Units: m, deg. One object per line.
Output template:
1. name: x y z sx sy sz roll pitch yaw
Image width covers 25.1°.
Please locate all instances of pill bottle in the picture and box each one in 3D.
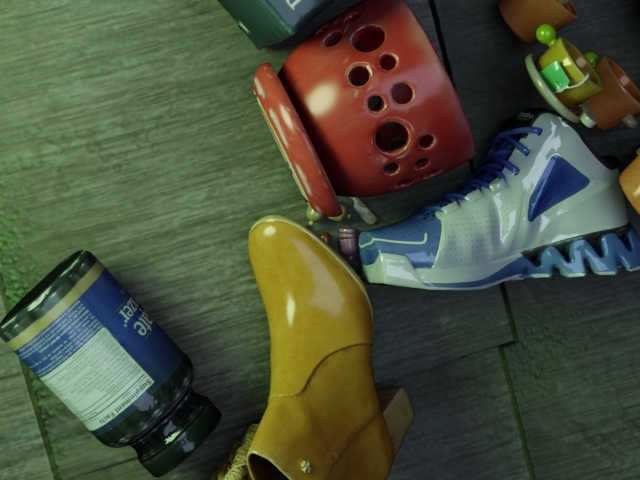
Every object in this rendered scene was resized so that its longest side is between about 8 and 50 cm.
1. pill bottle: -0.205 0.126 1.430 0.123 0.123 0.219 -43 101 -5

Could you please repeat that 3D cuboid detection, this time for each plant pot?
1. plant pot: 0.036 -0.131 1.430 0.174 0.191 0.191 -25 98 0

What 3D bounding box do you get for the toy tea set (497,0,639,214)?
1. toy tea set: 0.317 -0.158 1.467 0.124 0.200 0.336 -39 97 23

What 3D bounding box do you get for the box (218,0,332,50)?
1. box: 0.000 -0.427 1.387 0.395 0.212 0.293 -44 101 -4

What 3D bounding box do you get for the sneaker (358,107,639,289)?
1. sneaker: 0.186 -0.045 1.502 0.316 0.127 0.182 -6 91 -17

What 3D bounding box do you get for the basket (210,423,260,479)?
1. basket: -0.010 0.359 1.435 0.299 0.213 0.223 42 86 -11

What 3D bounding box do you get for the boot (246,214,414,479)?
1. boot: -0.020 0.140 1.425 0.295 0.104 0.211 59 40 -14

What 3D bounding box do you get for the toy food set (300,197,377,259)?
1. toy food set: 0.000 0.000 1.512 0.122 0.019 0.078 -44 100 -5
